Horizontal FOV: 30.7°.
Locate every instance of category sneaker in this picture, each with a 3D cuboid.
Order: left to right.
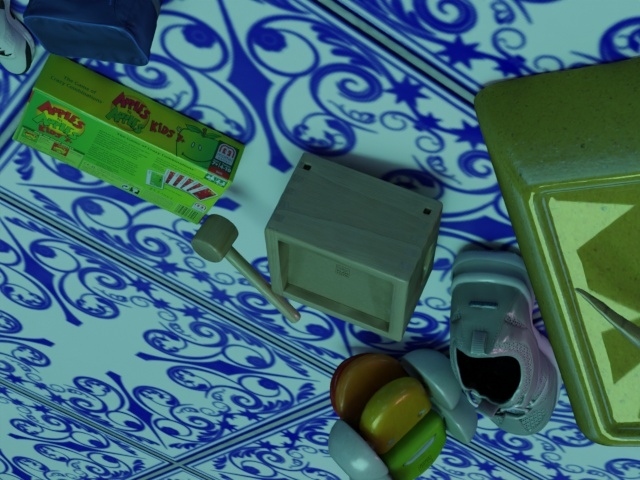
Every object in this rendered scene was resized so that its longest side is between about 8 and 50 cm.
[{"bbox_3d":[-0.263,-0.167,0.935,0.040,0.043,0.109,7,149,13],"label":"sneaker"},{"bbox_3d":[0.164,0.127,1.122,0.105,0.115,0.281,2,146,23],"label":"sneaker"}]

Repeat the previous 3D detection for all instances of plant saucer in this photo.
[{"bbox_3d":[0.289,0.030,0.822,0.333,0.081,0.332,-6,118,34],"label":"plant saucer"}]

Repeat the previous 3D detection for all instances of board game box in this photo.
[{"bbox_3d":[-0.168,-0.086,1.016,0.181,0.043,0.092,25,148,-14],"label":"board game box"}]

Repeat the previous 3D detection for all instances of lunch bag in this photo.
[{"bbox_3d":[-0.168,-0.174,0.857,0.099,0.065,0.067,10,164,10],"label":"lunch bag"}]

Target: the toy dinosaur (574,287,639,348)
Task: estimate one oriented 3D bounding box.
[{"bbox_3d":[0.284,0.086,0.784,0.212,0.112,0.064,0,-175,26],"label":"toy dinosaur"}]

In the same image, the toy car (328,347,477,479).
[{"bbox_3d":[0.072,0.189,1.265,0.136,0.159,0.182,39,166,38],"label":"toy car"}]

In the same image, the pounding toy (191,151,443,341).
[{"bbox_3d":[-0.005,0.002,1.040,0.206,0.094,0.181,21,155,12],"label":"pounding toy"}]
